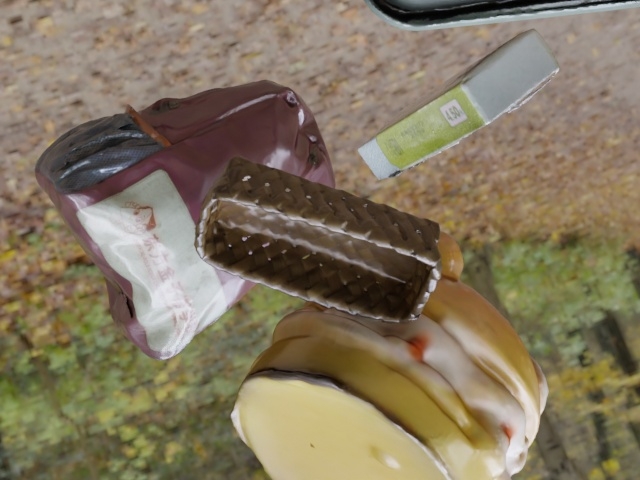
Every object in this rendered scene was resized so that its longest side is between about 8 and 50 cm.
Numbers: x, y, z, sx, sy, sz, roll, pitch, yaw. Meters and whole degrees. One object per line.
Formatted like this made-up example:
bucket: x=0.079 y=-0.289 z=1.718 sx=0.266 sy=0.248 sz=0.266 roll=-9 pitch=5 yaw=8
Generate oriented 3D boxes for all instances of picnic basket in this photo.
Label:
picnic basket: x=0.000 y=0.000 z=0.885 sx=0.193 sy=0.055 sz=0.110 roll=19 pitch=142 yaw=0

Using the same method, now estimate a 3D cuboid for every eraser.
eraser: x=0.045 y=-0.045 z=0.389 sx=0.038 sy=0.019 sz=0.083 roll=-40 pitch=-173 yaw=-24

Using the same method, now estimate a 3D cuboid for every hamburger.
hamburger: x=0.078 y=0.141 z=1.034 sx=0.276 sy=0.276 sz=0.237 roll=-35 pitch=-166 yaw=52

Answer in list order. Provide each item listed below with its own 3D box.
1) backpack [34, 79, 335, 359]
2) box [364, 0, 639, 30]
backpack: x=-0.137 y=-0.055 z=1.288 sx=0.317 sy=0.197 sz=0.283 roll=-35 pitch=131 yaw=-18
box: x=0.125 y=-0.203 z=0.513 sx=0.243 sy=0.163 sz=0.135 roll=-6 pitch=168 yaw=-5
